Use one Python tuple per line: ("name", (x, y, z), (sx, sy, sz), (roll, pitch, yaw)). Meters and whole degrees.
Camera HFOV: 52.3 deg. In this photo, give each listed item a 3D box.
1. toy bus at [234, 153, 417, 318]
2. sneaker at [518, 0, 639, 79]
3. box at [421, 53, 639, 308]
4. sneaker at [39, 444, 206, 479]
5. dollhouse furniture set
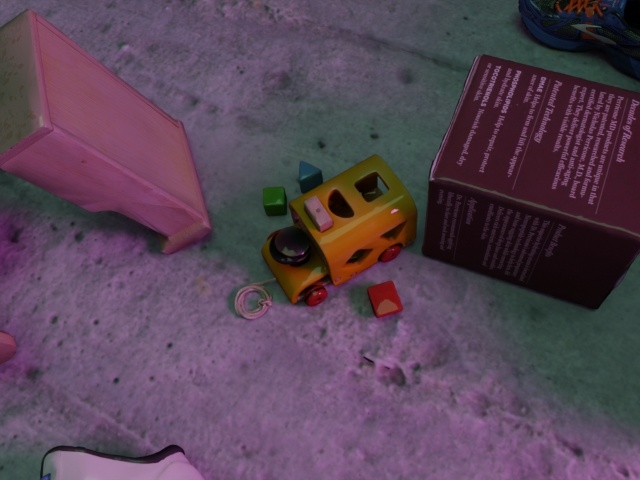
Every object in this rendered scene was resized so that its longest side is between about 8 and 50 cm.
("toy bus", (0.007, -0.010, 0.720), (0.191, 0.104, 0.202), (9, 64, 11))
("sneaker", (0.362, -0.286, 0.833), (0.221, 0.087, 0.083), (26, 68, 18))
("box", (0.229, -0.059, 0.685), (0.203, 0.168, 0.167), (18, 66, 14))
("sneaker", (-0.225, 0.296, 0.589), (0.315, 0.127, 0.182), (-34, 61, -19))
("dollhouse furniture set", (-0.372, -0.035, 0.752), (0.394, 0.256, 0.362), (-28, 61, 15))
